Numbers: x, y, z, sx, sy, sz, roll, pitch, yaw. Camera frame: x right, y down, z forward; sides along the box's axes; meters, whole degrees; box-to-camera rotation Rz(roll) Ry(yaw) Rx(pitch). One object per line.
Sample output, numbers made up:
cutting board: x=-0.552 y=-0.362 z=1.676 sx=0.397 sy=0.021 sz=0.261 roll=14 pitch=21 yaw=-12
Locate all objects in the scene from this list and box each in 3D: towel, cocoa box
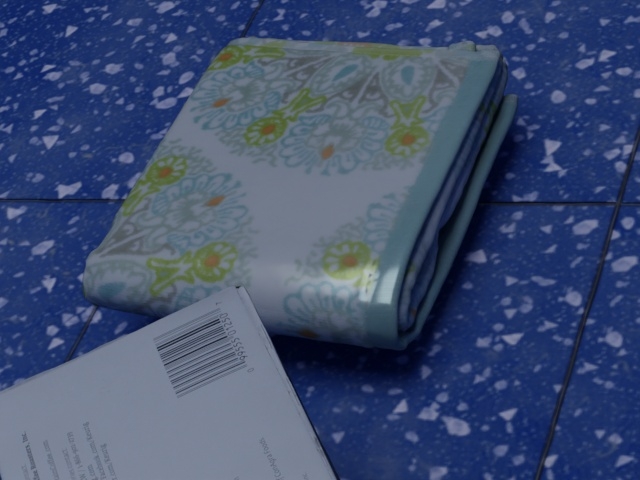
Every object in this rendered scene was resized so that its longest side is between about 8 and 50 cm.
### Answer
towel: x=-0.009 y=-0.056 z=1.696 sx=0.320 sy=0.090 sz=0.374 roll=4 pitch=45 yaw=26
cocoa box: x=-0.079 y=0.252 z=1.323 sx=0.231 sy=0.228 sz=0.347 roll=-25 pitch=40 yaw=-4
